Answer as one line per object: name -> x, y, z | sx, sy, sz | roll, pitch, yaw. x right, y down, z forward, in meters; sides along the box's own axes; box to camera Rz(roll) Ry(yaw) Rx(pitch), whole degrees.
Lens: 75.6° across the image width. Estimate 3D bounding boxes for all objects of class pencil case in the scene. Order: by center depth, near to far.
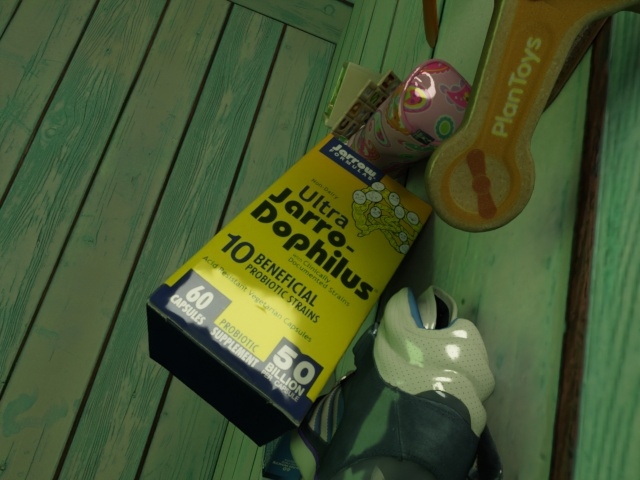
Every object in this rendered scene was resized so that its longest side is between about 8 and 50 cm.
pencil case -> 0.129, -0.164, 0.649 | 0.284, 0.124, 0.124 | 166, 121, -77

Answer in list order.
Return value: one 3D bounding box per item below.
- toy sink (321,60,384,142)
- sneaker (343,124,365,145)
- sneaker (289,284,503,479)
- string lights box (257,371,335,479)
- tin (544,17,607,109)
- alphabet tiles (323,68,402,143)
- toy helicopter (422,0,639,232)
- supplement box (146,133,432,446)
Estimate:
toy sink -> 0.083, -0.365, 1.158 | 0.153, 0.131, 0.234 | -94, 23, -65
sneaker -> 0.049, -0.172, 0.834 | 0.282, 0.102, 0.161 | -14, -45, -62
sneaker -> 0.076, 0.164, 0.447 | 0.236, 0.130, 0.323 | -58, -3, -10
string lights box -> -0.051, 0.367, 0.824 | 0.133, 0.076, 0.260 | -91, 21, -60
tin -> 0.231, -0.210, 0.416 | 0.106, 0.040, 0.190 | -97, 26, -56
alphabet tiles -> 0.092, -0.248, 0.892 | 0.237, 0.009, 0.198 | -50, -20, 19
toy helicopter -> 0.141, -0.179, 0.291 | 0.140, 0.235, 0.355 | -74, -1, -73
supplement box -> -0.031, 0.054, 0.565 | 0.356, 0.194, 0.195 | -50, -5, -37
